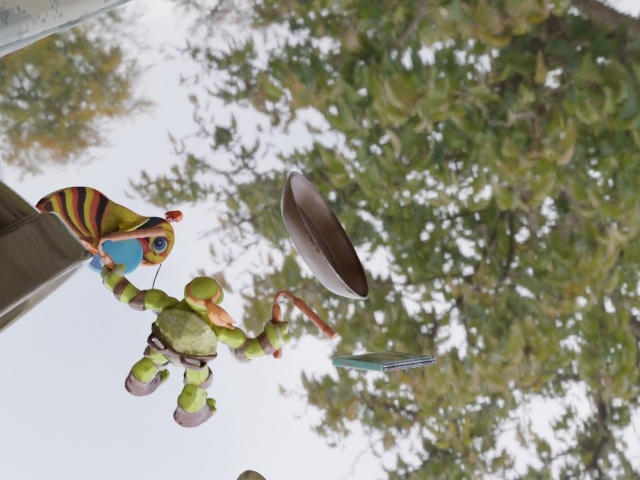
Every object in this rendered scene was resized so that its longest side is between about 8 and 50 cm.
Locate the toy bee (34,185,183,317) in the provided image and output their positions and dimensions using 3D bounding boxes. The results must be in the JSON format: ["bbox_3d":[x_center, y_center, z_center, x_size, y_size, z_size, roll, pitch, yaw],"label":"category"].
[{"bbox_3d":[-0.312,-0.008,1.571,0.195,0.298,0.162,16,-116,40],"label":"toy bee"}]

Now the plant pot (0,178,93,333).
[{"bbox_3d":[-0.435,0.003,0.940,0.323,0.280,0.323,-36,-175,3],"label":"plant pot"}]

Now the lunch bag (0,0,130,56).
[{"bbox_3d":[-0.348,-0.317,0.948,0.256,0.212,0.305,19,-137,40],"label":"lunch bag"}]

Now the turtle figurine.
[{"bbox_3d":[-0.132,0.113,1.042,0.269,0.217,0.087,20,-139,-2],"label":"turtle figurine"}]

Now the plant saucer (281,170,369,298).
[{"bbox_3d":[0.000,0.000,1.295,0.036,0.198,0.198,-32,-155,13],"label":"plant saucer"}]

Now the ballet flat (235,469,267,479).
[{"bbox_3d":[-0.069,0.331,1.030,0.057,0.173,0.049,0,-171,23],"label":"ballet flat"}]

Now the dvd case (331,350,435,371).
[{"bbox_3d":[0.087,0.163,1.305,0.087,0.013,0.119,1,179,43],"label":"dvd case"}]

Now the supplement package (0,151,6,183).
[{"bbox_3d":[-0.708,-0.040,1.884,0.175,0.177,0.293,-5,-115,-13],"label":"supplement package"}]
